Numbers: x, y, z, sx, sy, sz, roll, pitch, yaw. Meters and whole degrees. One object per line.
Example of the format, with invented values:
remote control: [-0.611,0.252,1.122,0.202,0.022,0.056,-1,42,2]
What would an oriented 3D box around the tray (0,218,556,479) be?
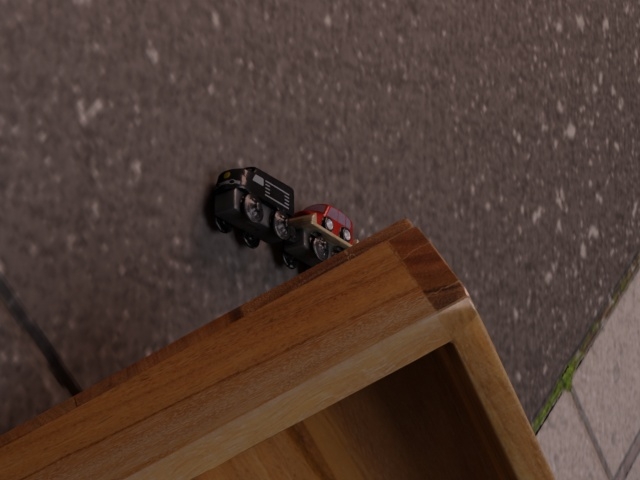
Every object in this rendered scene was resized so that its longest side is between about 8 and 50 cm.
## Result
tray: [0.033,0.209,0.598,0.411,0.203,0.076,63,-2,-29]

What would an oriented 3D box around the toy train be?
toy train: [0.000,0.000,0.711,0.158,0.027,0.036,30,52,-49]
